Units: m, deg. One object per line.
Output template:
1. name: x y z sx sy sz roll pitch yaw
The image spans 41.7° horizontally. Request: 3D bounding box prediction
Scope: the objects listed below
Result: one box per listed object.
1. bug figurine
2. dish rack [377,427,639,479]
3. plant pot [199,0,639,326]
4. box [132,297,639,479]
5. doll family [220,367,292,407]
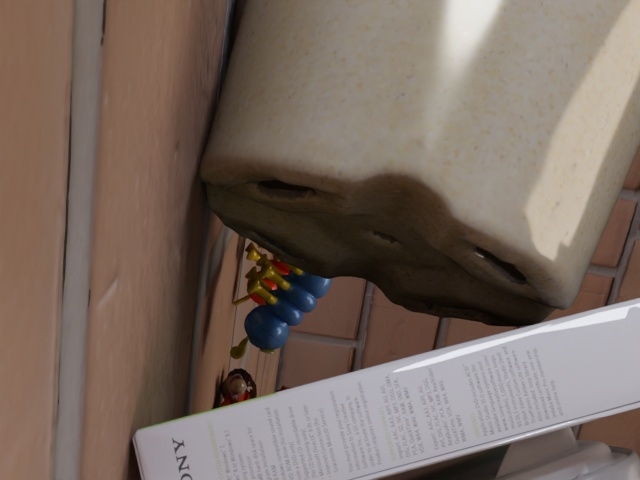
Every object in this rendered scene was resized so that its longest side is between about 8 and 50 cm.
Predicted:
1. bug figurine: 0.000 0.000 0.736 0.216 0.072 0.279 -48 -173 2
2. dish rack: 0.037 0.191 0.557 0.285 0.332 0.072 102 -30 -79
3. plant pot: 0.079 -0.127 0.512 0.334 0.333 0.306 100 11 -75
4. box: 0.067 0.100 0.513 0.232 0.321 0.059 97 -20 -78
5. doll family: -0.054 0.245 0.850 0.163 0.118 0.263 -82 -179 -60
